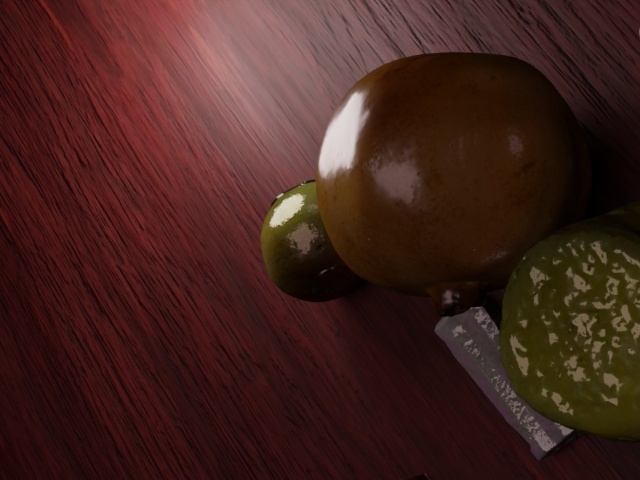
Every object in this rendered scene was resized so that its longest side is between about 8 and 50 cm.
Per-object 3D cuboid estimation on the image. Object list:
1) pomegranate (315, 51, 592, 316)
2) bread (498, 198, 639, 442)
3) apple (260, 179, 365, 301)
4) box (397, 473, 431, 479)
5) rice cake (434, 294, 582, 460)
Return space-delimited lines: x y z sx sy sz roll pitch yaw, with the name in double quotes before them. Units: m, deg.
"pomegranate" 0.196 -0.079 1.862 0.417 0.417 0.416 1 91 41
"bread" 0.432 0.108 1.700 0.348 0.308 0.348 1 92 37
"apple" 0.000 0.000 2.175 0.188 0.174 0.207 -29 88 40
"box" 0.148 0.643 2.074 0.344 0.122 0.385 46 119 31
"rice cake" 0.295 0.207 1.990 0.298 0.050 0.106 52 122 27
